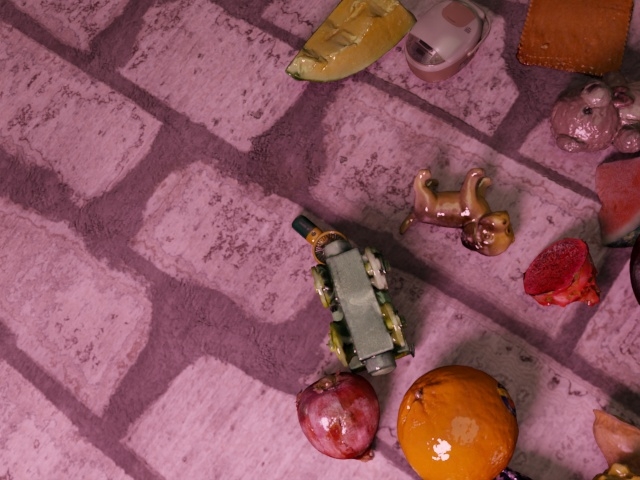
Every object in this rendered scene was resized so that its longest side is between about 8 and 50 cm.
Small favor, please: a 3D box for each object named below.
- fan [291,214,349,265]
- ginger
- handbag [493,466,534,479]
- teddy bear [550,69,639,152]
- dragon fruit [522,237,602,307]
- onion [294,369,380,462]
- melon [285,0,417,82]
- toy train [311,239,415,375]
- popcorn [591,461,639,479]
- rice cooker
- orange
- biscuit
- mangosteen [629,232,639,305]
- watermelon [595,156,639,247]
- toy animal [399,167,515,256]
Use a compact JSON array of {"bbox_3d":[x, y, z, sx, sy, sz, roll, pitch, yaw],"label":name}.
[{"bbox_3d":[0.000,0.000,1.358,0.155,0.039,0.082,42,82,21],"label":"fan"},{"bbox_3d":[0.603,0.429,1.068,0.190,0.126,0.354,-39,66,6],"label":"ginger"},{"bbox_3d":[0.343,0.502,1.047,0.228,0.127,0.208,30,38,16],"label":"handbag"},{"bbox_3d":[0.616,-0.262,1.293,0.266,0.151,0.236,8,51,9],"label":"teddy bear"},{"bbox_3d":[0.482,0.084,1.224,0.111,0.153,0.153,44,81,-14],"label":"dragon fruit"},{"bbox_3d":[0.047,0.345,1.182,0.159,0.159,0.195,-28,101,-1],"label":"onion"},{"bbox_3d":[0.050,-0.479,1.476,0.323,0.124,0.196,-42,69,0],"label":"melon"},{"bbox_3d":[0.079,0.133,1.221,0.158,0.188,0.272,-20,71,2],"label":"toy train"},{"bbox_3d":[0.484,0.439,0.983,0.142,0.173,0.174,-2,68,37],"label":"popcorn"},{"bbox_3d":[0.284,-0.453,1.427,0.206,0.127,0.145,-41,71,-10],"label":"rice cooker"},{"bbox_3d":[0.240,0.329,1.116,0.219,0.193,0.220,-24,53,36],"label":"orange"},{"bbox_3d":[0.588,-0.489,1.448,0.231,0.013,0.237,14,73,14],"label":"biscuit"},{"bbox_3d":[0.704,0.085,1.109,0.305,0.360,0.306,0,40,0],"label":"mangosteen"},{"bbox_3d":[0.624,-0.091,1.232,0.202,0.207,0.136,23,48,32],"label":"watermelon"},{"bbox_3d":[0.293,-0.066,1.298,0.233,0.121,0.169,14,84,17],"label":"toy animal"}]
